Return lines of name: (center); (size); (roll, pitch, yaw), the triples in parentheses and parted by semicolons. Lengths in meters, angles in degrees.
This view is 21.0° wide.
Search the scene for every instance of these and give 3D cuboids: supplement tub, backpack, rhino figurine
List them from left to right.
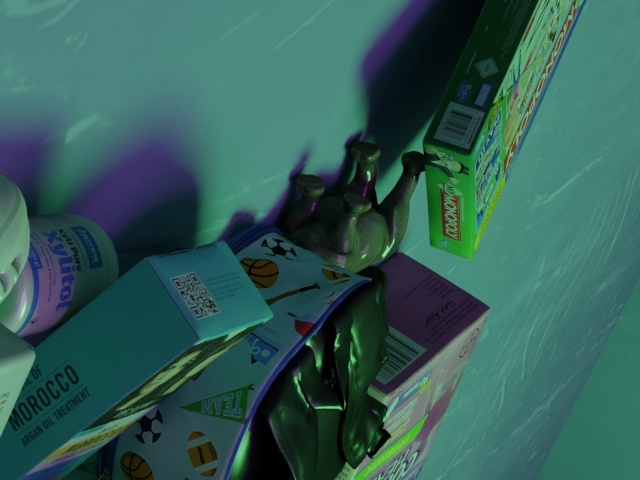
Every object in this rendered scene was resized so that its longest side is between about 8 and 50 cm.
supplement tub: (-0.175, 0.021, 1.018); (0.071, 0.071, 0.107); (-63, 161, 17)
backpack: (-0.064, 0.118, 1.241); (0.276, 0.213, 0.263); (-54, 169, -42)
rhino figurine: (0.000, 0.000, 1.426); (0.243, 0.073, 0.106); (-31, 146, -50)

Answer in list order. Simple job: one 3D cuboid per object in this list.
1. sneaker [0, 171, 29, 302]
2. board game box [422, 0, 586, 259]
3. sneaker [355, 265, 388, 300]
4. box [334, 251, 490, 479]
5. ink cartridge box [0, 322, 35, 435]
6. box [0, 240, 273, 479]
sneaker: (-0.224, -0.019, 0.792); (0.292, 0.110, 0.118); (-14, 125, -65)
board game box: (0.173, -0.165, 1.538); (0.213, 0.046, 0.317); (76, 37, -65)
sneaker: (0.019, 0.046, 1.576); (0.170, 0.051, 0.089); (-34, 155, -44)
box: (0.038, 0.170, 1.724); (0.213, 0.117, 0.243); (-33, 150, -51)
ink cartridge box: (-0.289, 0.159, 0.875); (0.201, 0.117, 0.278); (-15, 134, -64)
box: (-0.151, 0.096, 1.067); (0.244, 0.060, 0.100); (-38, 170, 23)
